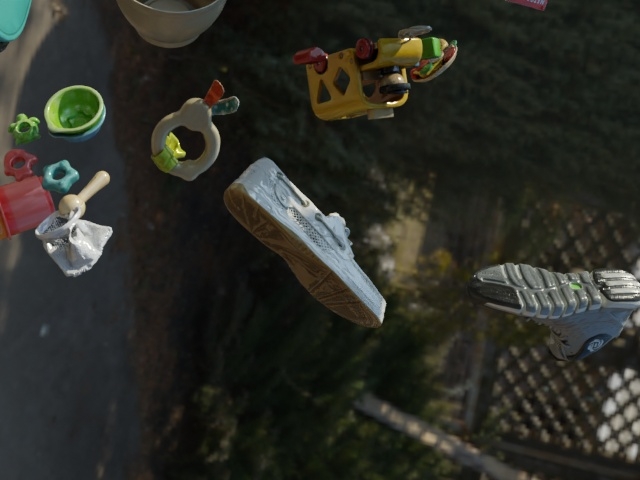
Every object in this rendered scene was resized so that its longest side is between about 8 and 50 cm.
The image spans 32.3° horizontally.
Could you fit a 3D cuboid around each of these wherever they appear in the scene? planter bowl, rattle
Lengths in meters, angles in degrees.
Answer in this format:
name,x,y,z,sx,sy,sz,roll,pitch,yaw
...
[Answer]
name,x,y,z,sx,sy,sz,roll,pitch,yaw
planter bowl,-0.203,-0.330,1.488,0.109,0.162,0.162,108,3,-57
rattle,-0.230,-0.220,2.042,0.200,0.130,0.143,-63,-177,16

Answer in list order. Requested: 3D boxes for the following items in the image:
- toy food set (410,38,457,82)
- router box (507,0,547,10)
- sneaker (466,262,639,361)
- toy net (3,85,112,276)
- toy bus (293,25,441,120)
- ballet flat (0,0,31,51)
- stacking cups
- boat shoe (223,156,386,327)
name,x,y,z,sx,sy,sz,roll,pitch,yaw
toy food set,0.166,-0.263,1.616,0.083,0.082,0.020,-46,114,-10
router box,0.197,-0.490,1.403,0.082,0.335,0.301,1,115,-45
sneaker,0.287,0.103,1.397,0.086,0.228,0.132,-98,-166,-50
toy net,-0.292,-0.066,1.213,0.045,0.122,0.232,85,-4,-57
toy bus,0.072,-0.220,1.525,0.202,0.191,0.104,-21,103,-79
ballet flat,-0.371,-0.410,1.166,0.164,0.182,0.483,60,33,-68
stacking cups,-0.488,0.000,1.374,0.096,0.316,0.096,162,-90,-74
boat shoe,0.000,0.000,1.468,0.096,0.277,0.098,-52,-163,-28
